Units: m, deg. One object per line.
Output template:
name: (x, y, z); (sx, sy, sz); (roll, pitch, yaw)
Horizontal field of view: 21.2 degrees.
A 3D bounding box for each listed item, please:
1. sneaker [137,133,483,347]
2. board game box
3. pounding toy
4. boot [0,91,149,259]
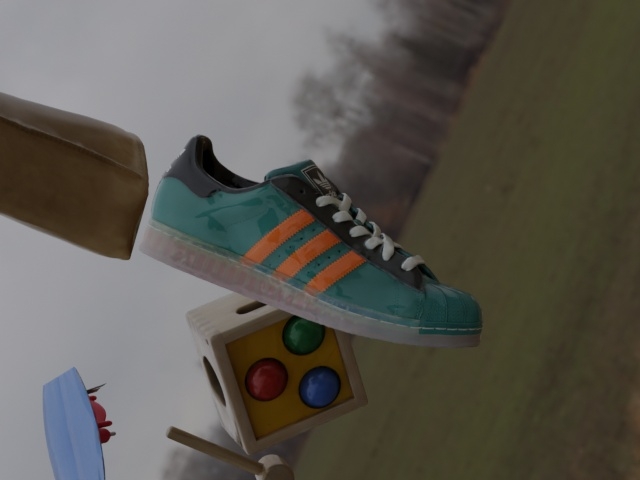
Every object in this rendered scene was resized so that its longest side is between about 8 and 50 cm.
sneaker: (0.000, 0.000, 1.414); (0.108, 0.302, 0.121); (-5, -66, -77)
board game box: (-0.216, 0.188, 1.593); (0.169, 0.033, 0.133); (-31, 71, 63)
pounding toy: (-0.053, 0.157, 1.613); (0.094, 0.181, 0.206); (34, 144, 64)
boot: (-0.241, -0.045, 1.157); (0.089, 0.269, 0.236); (-49, 33, 31)
